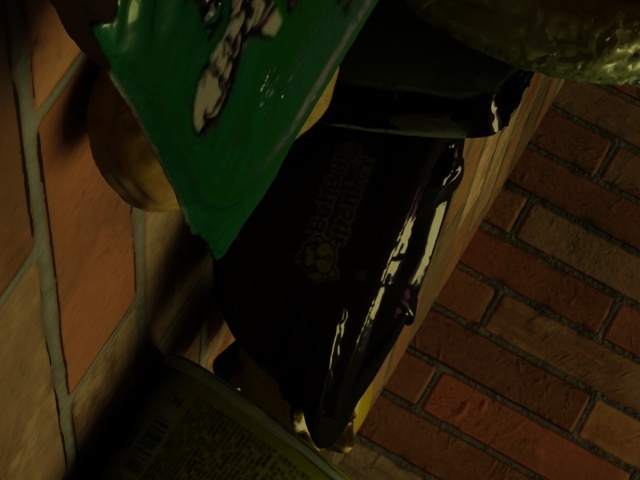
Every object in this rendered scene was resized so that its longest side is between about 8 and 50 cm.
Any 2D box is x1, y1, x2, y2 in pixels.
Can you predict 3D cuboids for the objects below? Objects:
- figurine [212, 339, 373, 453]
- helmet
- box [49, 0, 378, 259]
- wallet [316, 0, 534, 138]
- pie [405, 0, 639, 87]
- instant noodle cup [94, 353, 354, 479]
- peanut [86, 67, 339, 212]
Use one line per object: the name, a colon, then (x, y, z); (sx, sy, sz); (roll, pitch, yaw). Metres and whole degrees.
figurine: (-0.008, 0.071, 1.589); (0.234, 0.127, 0.185); (-104, -146, -79)
helmet: (0.000, 0.000, 1.430); (0.278, 0.160, 0.230); (-63, 171, -7)
box: (-0.023, -0.191, 0.833); (0.336, 0.106, 0.264); (-58, 162, -16)
wallet: (0.104, -0.181, 1.440); (0.379, 0.191, 0.046); (-51, 138, -50)
pie: (0.173, -0.207, 1.357); (0.302, 0.302, 0.067); (-52, 165, -49)
instant noodle cup: (-0.075, 0.267, 1.502); (0.221, 0.311, 0.311); (-50, 169, -11)
peanut: (-0.034, -0.131, 1.005); (0.263, 0.117, 0.101); (-65, -161, 10)
